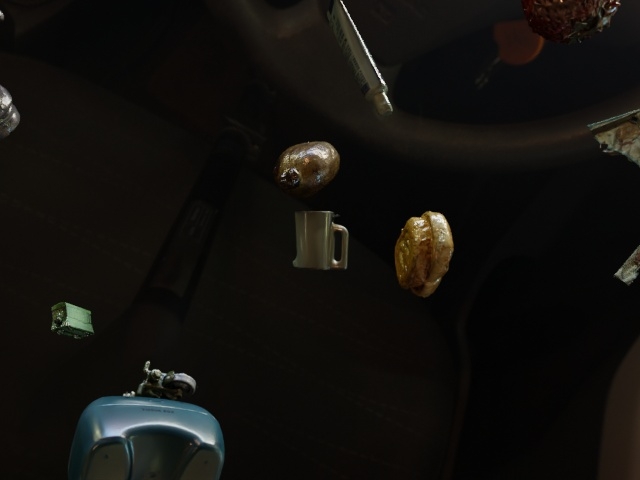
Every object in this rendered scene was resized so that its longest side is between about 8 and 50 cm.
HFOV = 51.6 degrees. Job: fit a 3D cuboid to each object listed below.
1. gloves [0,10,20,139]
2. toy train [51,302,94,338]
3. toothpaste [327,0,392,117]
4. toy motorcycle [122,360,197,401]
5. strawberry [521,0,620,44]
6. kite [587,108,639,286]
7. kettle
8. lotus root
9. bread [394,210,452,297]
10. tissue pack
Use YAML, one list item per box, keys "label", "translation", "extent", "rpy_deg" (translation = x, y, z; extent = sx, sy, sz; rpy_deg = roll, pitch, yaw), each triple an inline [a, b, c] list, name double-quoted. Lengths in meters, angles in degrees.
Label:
- label: "gloves"
  translation: [-0.468, -0.229, 0.851]
  extent: [0.119, 0.285, 0.142]
  rpy_deg: [5, 56, -12]
- label: "toy train"
  translation: [-0.462, 0.151, 1.233]
  extent: [0.038, 0.093, 0.056]
  rpy_deg: [-18, 67, 12]
- label: "toothpaste"
  translation: [0.056, -0.280, 1.003]
  extent: [0.037, 0.062, 0.216]
  rpy_deg: [-18, 71, -19]
- label: "toy motorcycle"
  translation: [-0.426, 0.431, 1.600]
  extent: [0.127, 0.275, 0.205]
  rpy_deg: [35, 34, -24]
- label: "strawberry"
  translation: [0.211, -0.219, 0.575]
  extent: [0.083, 0.083, 0.097]
  rpy_deg: [-21, 93, -33]
- label: "kite"
  translation: [0.518, -0.086, 0.869]
  extent: [0.014, 0.368, 0.406]
  rpy_deg: [18, 23, -42]
- label: "kettle"
  translation: [-0.003, 0.000, 1.667]
  extent: [0.126, 0.098, 0.148]
  rpy_deg: [-1, 91, -20]
- label: "lotus root"
  translation: [-0.036, -0.178, 1.644]
  extent: [0.129, 0.145, 0.260]
  rpy_deg: [67, 25, -13]
- label: "bread"
  translation: [0.285, 0.035, 1.824]
  extent: [0.120, 0.236, 0.198]
  rpy_deg: [6, 49, -11]
- label: "tissue pack"
  translation: [-0.349, 0.421, 1.327]
  extent: [0.287, 0.206, 0.198]
  rpy_deg: [11, 102, -23]
